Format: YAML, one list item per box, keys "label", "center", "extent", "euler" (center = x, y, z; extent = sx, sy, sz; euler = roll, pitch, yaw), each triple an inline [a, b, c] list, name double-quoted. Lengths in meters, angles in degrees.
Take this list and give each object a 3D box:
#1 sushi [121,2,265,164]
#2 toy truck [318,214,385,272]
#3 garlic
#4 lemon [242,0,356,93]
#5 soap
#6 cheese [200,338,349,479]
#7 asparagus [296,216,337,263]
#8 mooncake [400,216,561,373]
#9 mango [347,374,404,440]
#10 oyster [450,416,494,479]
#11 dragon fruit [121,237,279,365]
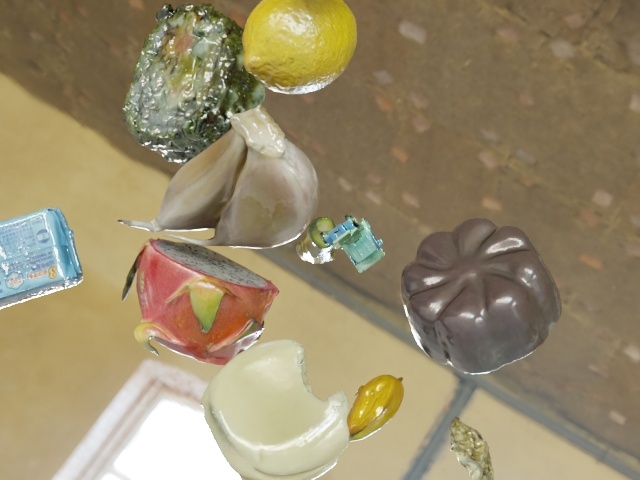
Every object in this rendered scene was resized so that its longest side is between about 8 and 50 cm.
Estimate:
- label: "sushi"
  center: [-0.267, -0.343, 2.321]
  extent: [0.294, 0.352, 0.178]
  euler: [5, -17, 35]
- label: "toy truck"
  center: [0.060, 0.006, 1.790]
  extent: [0.081, 0.067, 0.175]
  euler: [55, 10, 11]
- label: "garlic"
  center: [-0.156, -0.067, 1.941]
  extent: [0.231, 0.340, 0.246]
  euler: [55, 15, 8]
- label: "lemon"
  center: [-0.036, -0.356, 1.862]
  extent: [0.188, 0.257, 0.188]
  euler: [30, -44, 33]
- label: "soap"
  center: [-0.576, 0.042, 1.909]
  extent: [0.077, 0.293, 0.156]
  euler: [66, 9, -77]
- label: "cheese"
  center: [-0.074, 0.300, 1.833]
  extent: [0.266, 0.233, 0.127]
  euler: [60, -5, 34]
- label: "asparagus"
  center: [-0.002, 0.001, 2.295]
  extent: [0.343, 0.082, 0.085]
  euler: [130, -57, -80]
- label: "mooncake"
  center: [0.288, 0.093, 1.935]
  extent: [0.306, 0.306, 0.154]
  euler: [14, -36, 43]
- label: "mango"
  center: [0.113, 0.356, 2.223]
  extent: [0.101, 0.187, 0.066]
  euler: [12, -37, 47]
- label: "oyster"
  center: [0.320, 0.454, 2.136]
  extent: [0.133, 0.072, 0.209]
  euler: [56, 5, -14]
- label: "dragon fruit"
  center: [-0.231, 0.125, 2.011]
  extent: [0.291, 0.189, 0.290]
  euler: [21, 10, -4]
